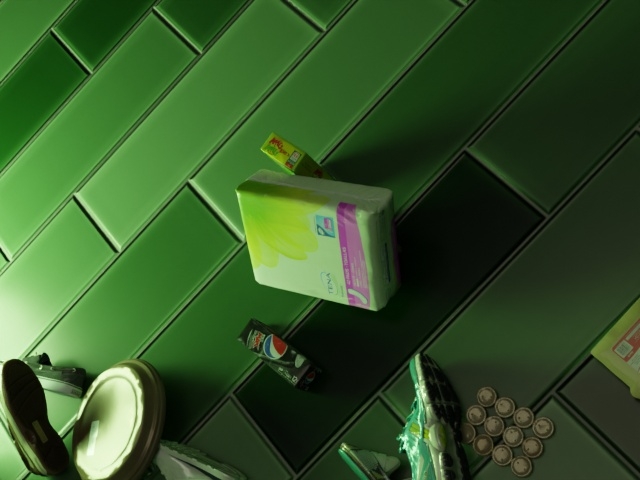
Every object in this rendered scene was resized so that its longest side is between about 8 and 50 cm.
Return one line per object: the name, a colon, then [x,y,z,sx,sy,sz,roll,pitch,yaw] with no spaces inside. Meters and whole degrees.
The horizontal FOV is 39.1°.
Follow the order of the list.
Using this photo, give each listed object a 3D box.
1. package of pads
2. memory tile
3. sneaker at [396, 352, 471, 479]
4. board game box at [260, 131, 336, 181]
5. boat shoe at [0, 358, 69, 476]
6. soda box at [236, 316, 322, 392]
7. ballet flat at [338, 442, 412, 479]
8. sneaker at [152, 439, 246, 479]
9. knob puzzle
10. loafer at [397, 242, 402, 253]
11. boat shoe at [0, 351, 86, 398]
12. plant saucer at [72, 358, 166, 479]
package of pads: [0.000,0.000,1.684,0.296,0.229,0.101,12,39,27]
memory tile: [0.314,0.326,1.538,0.148,0.012,0.113,27,85,29]
sneaker: [0.176,0.324,1.544,0.110,0.107,0.275,-23,53,31]
board game box: [-0.035,-0.140,1.767,0.092,0.181,0.043,35,88,30]
boat shoe: [-0.621,0.376,1.877,0.095,0.095,0.257,-23,87,38]
soda box: [-0.080,0.219,1.733,0.169,0.060,0.053,35,88,31]
ballet flat: [0.124,0.429,1.565,0.079,0.077,0.221,-35,65,-10]
sneaker: [-0.255,0.451,1.724,0.235,0.090,0.095,20,91,31]
knob puzzle: [0.572,0.183,1.457,0.213,0.030,0.213,-9,68,22]
loafer: [0.095,-0.002,1.734,0.148,0.056,0.050,32,88,40]
boat shoe: [-0.605,0.280,1.950,0.228,0.080,0.076,9,70,26]
plant saucer: [-0.412,0.368,1.800,0.278,0.041,0.278,-21,57,37]
